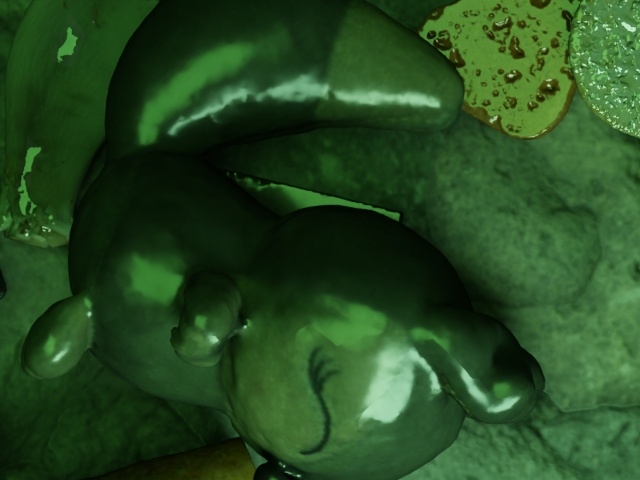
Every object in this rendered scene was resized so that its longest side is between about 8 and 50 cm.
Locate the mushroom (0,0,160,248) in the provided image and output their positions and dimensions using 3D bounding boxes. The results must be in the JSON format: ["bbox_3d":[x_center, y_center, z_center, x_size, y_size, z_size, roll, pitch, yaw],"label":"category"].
[{"bbox_3d":[-0.203,-0.104,1.463,0.116,0.093,0.225,25,89,-13],"label":"mushroom"}]

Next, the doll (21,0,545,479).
[{"bbox_3d":[0.000,-0.005,1.335,0.382,0.252,0.379,14,93,2],"label":"doll"}]

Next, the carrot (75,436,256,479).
[{"bbox_3d":[-0.183,0.245,1.434,0.302,0.139,0.139,-25,86,-4],"label":"carrot"}]

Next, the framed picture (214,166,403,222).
[{"bbox_3d":[-0.031,0.020,1.471,0.168,0.023,0.128,14,93,8],"label":"framed picture"}]

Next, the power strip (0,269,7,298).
[{"bbox_3d":[-0.375,0.058,1.481,0.256,0.105,0.070,-20,91,7],"label":"power strip"}]

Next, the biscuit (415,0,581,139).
[{"bbox_3d":[0.136,-0.193,1.437,0.186,0.036,0.192,27,93,5],"label":"biscuit"}]

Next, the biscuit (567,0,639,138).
[{"bbox_3d":[0.258,-0.148,1.410,0.152,0.020,0.152,-1,99,-7],"label":"biscuit"}]
